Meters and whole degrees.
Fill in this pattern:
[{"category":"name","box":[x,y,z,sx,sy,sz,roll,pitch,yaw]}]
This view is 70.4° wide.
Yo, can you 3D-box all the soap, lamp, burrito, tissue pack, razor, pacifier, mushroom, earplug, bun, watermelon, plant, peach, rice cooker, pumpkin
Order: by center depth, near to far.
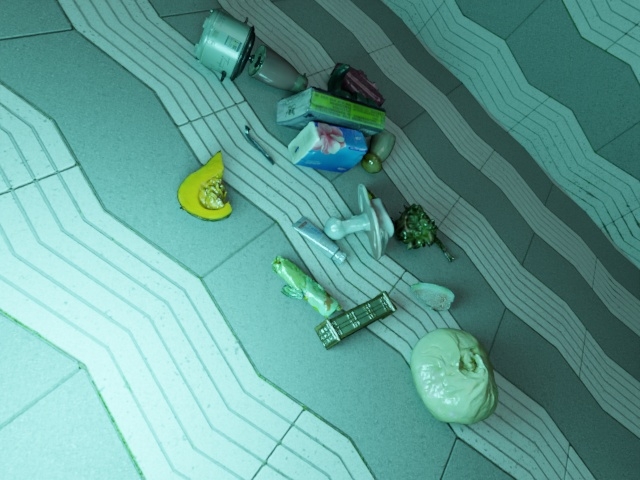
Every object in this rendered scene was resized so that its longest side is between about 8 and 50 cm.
[{"category":"pumpkin","box":[-0.395,-0.161,1.507,0.163,0.111,0.278,-4,62,-21]},{"category":"burrito","box":[-0.061,0.165,1.520,0.288,0.054,0.104,41,60,5]},{"category":"lamp","box":[0.129,0.272,1.580,0.325,0.089,0.090,-16,69,-44]},{"category":"bun","box":[0.499,0.479,1.617,0.361,0.213,0.361,18,50,-23]},{"category":"pacifier","box":[0.168,-0.070,1.764,0.273,0.220,0.332,17,37,-27]},{"category":"razor","box":[-0.248,-0.375,1.815,0.190,0.033,0.066,53,2,3]},{"category":"rice cooker","box":[-0.381,-0.800,1.874,0.227,0.241,0.280,22,84,-17]},{"category":"watermelon","box":[0.453,0.227,1.876,0.180,0.081,0.094,29,60,5]},{"category":"tissue pack","box":[0.032,-0.381,1.905,0.270,0.209,0.137,2,67,-37]},{"category":"tissue pack","box":[0.043,-0.532,1.958,0.394,0.288,0.124,4,88,-34]},{"category":"peach","box":[0.208,-0.196,2.006,0.083,0.050,0.077,45,19,-14]},{"category":"plant","box":[0.450,-0.017,2.056,0.333,0.180,0.251,41,23,-56]},{"category":"mushroom","box":[0.288,-0.453,2.210,0.128,0.128,0.350,37,49,-9]},{"category":"earplug","box":[0.161,-0.682,2.212,0.280,0.164,0.257,17,73,-15]},{"category":"soap","box":[0.178,-0.783,2.358,0.325,0.127,0.220,41,43,-4]}]

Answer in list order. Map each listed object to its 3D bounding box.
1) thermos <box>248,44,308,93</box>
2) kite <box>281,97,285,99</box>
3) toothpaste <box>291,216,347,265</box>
[{"category":"thermos","box":[-0.185,-0.764,2.076,0.265,0.146,0.176,17,25,-37]},{"category":"kite","box":[-0.045,-0.596,2.132,0.310,0.015,0.169,-7,63,-38]},{"category":"toothpaste","box":[0.000,0.000,1.711,0.234,0.057,0.089,42,42,5]}]
